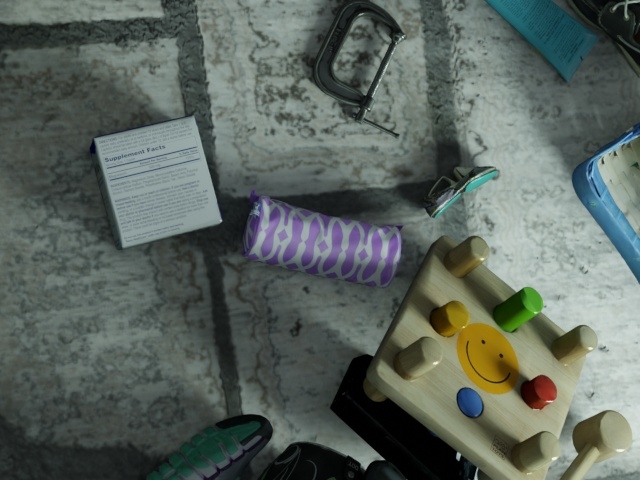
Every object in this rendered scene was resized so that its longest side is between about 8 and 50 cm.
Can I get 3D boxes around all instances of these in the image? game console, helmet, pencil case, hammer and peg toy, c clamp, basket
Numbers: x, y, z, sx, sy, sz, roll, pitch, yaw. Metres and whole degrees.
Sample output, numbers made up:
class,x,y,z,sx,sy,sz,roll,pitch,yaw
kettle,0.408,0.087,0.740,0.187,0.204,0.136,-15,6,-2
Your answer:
class,x,y,z,sx,sy,sz,roll,pitch,yaw
game console,0.081,0.283,1.387,0.213,0.361,0.044,43,120,-7
helmet,-0.019,0.339,1.427,0.169,0.169,0.161,34,61,-9
pencil case,0.000,0.000,1.495,0.206,0.086,0.088,15,54,-14
hammer and peg toy,0.239,0.186,1.464,0.361,0.127,0.266,39,48,-8
c clamp,0.063,-0.229,1.561,0.137,0.022,0.161,20,82,-7
basket,0.458,-0.037,1.533,0.289,0.201,0.255,-36,94,-46

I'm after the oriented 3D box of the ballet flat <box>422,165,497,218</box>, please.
class,x,y,z,sx,sy,sz,roll,pitch,yaw
ballet flat,0.179,-0.074,1.567,0.114,0.041,0.041,-35,94,-15

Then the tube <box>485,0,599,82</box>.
class,x,y,z,sx,sy,sz,roll,pitch,yaw
tube,0.281,-0.307,1.609,0.207,0.052,0.080,38,84,-14

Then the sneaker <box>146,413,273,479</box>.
class,x,y,z,sx,sy,sz,roll,pitch,yaw
sneaker,-0.144,0.300,1.445,0.223,0.083,0.098,-32,114,-10

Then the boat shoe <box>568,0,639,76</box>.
class,x,y,z,sx,sy,sz,roll,pitch,yaw
boat shoe,0.419,-0.310,1.627,0.233,0.079,0.084,45,78,-5

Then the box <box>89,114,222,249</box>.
class,x,y,z,sx,sy,sz,roll,pitch,yaw
box,-0.201,-0.069,1.451,0.126,0.072,0.137,-14,90,-15
